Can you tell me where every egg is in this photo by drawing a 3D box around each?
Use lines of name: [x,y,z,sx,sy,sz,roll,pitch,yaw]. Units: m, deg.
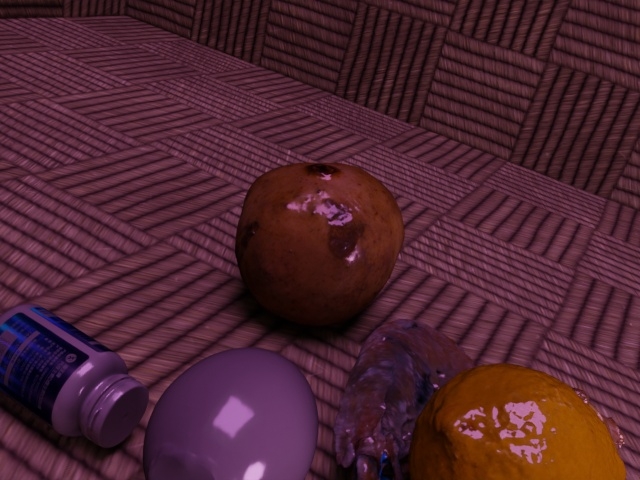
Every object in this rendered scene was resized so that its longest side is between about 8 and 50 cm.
egg: [-0.090,0.206,0.737,0.176,0.176,0.232,19,25,8]

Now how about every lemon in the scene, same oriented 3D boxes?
lemon: [0.195,0.232,0.680,0.260,0.204,0.204,45,6,-36]

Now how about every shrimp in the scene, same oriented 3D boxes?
shrimp: [0.119,0.241,0.881,0.221,0.110,0.446,37,29,6]

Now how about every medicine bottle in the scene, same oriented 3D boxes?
medicine bottle: [-0.300,0.159,0.795,0.191,0.107,0.107,26,28,21]

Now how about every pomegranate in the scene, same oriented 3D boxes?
pomegranate: [0.000,0.000,1.105,0.281,0.281,0.281,12,26,-6]

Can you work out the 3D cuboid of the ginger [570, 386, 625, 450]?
ginger: [0.292,0.251,0.849,0.216,0.157,0.102,32,26,-32]
